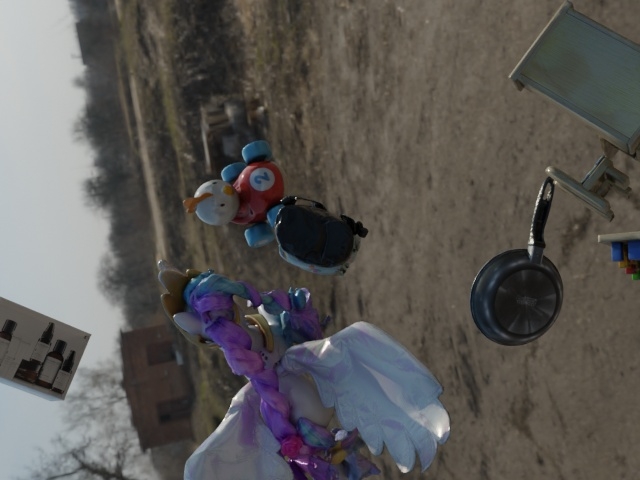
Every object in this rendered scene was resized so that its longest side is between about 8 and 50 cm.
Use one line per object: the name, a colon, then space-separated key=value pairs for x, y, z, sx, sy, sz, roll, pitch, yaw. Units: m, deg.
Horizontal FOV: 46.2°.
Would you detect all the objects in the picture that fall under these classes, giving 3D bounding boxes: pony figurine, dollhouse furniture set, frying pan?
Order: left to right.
pony figurine: x=-0.034 y=0.191 z=0.881 sx=0.351 sy=0.303 sz=0.363 roll=51 pitch=180 yaw=29
frying pan: x=0.425 y=0.062 z=1.457 sx=0.326 sy=0.197 sz=0.053 roll=-54 pitch=15 yaw=2
dollhouse furniture set: x=0.352 y=-0.169 z=0.933 sx=0.161 sy=0.212 sz=0.242 roll=40 pitch=-171 yaw=24

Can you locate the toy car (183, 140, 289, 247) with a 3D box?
toy car: x=-0.218 y=-0.106 z=1.838 sx=0.210 sy=0.238 sz=0.219 roll=-38 pitch=69 yaw=44

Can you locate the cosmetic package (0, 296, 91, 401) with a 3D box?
cosmetic package: x=-0.430 y=0.122 z=0.971 sx=0.060 sy=0.239 sz=0.098 roll=-19 pitch=49 yaw=51

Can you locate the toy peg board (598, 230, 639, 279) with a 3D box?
toy peg board: x=0.646 y=0.031 z=1.446 sx=0.161 sy=0.161 sz=0.079 roll=-7 pitch=78 yaw=42

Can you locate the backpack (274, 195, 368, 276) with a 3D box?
backpack: x=0.000 y=0.000 z=1.274 sx=0.115 sy=0.152 sz=0.182 roll=-64 pitch=-11 yaw=1
